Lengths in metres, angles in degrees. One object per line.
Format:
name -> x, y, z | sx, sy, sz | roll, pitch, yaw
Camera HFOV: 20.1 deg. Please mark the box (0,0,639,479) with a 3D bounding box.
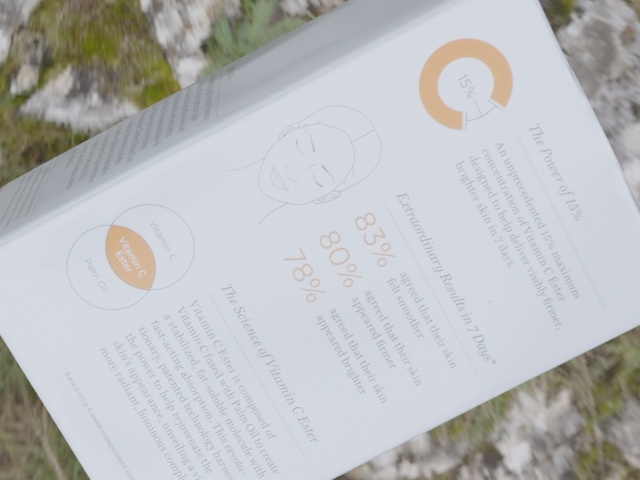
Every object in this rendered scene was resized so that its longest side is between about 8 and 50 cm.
box -> 0.000, 0.000, 1.059 | 0.345, 0.168, 0.215 | -27, 106, 6
